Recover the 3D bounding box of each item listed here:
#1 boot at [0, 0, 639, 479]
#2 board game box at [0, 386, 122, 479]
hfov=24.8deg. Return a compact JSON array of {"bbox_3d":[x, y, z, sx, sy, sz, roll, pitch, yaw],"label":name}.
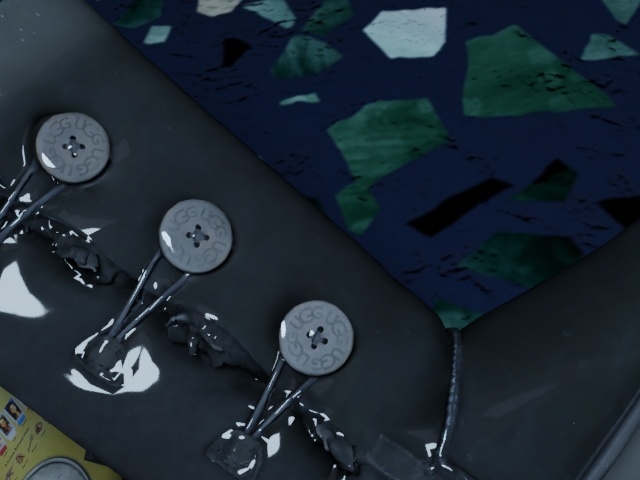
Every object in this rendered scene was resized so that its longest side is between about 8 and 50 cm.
[{"bbox_3d":[-0.001,0.001,0.836,0.445,0.146,0.367,35,62,4],"label":"boot"},{"bbox_3d":[-0.161,0.075,0.914,0.042,0.165,0.243,3,49,31],"label":"board game box"}]
